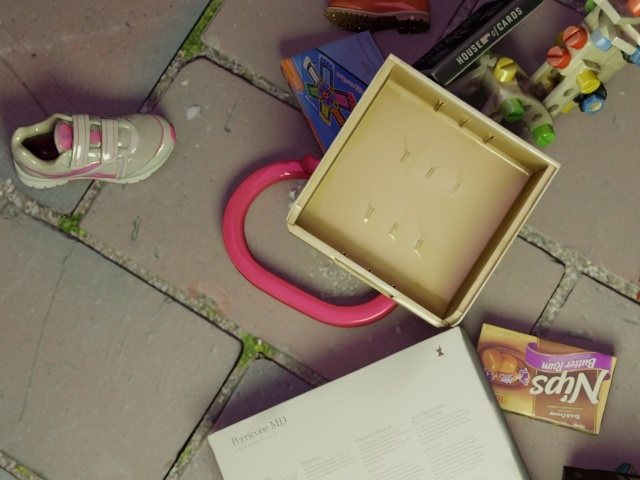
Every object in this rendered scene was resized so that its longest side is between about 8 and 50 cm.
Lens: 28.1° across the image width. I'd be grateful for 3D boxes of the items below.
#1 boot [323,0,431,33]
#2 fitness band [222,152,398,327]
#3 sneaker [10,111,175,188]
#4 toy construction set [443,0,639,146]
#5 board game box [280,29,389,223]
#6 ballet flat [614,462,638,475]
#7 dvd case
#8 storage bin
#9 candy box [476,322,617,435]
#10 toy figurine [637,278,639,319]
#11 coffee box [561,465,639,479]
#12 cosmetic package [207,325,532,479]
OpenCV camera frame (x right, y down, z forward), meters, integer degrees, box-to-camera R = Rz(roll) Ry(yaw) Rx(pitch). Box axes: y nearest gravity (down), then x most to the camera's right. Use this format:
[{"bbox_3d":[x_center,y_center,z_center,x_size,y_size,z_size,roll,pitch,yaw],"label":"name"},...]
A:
[{"bbox_3d":[0.083,-0.352,1.885,0.157,0.059,0.085,1,75,-2],"label":"boot"},{"bbox_3d":[0.000,0.000,1.823,0.290,0.054,0.209,28,85,12],"label":"fitness band"},{"bbox_3d":[-0.337,-0.136,1.856,0.252,0.111,0.103,-11,77,4],"label":"sneaker"},{"bbox_3d":[0.329,-0.247,1.725,0.327,0.215,0.151,-33,58,44],"label":"toy construction set"},{"bbox_3d":[0.062,-0.164,1.824,0.145,0.027,0.281,-20,67,-13],"label":"board game box"},{"bbox_3d":[0.384,0.349,1.709,0.114,0.041,0.041,-44,77,-3],"label":"ballet flat"},{"bbox_3d":[0.200,-0.273,1.763,0.179,0.238,0.029,-41,100,-3],"label":"dvd case"},{"bbox_3d":[0.127,-0.058,1.687,0.262,0.123,0.260,33,87,-1],"label":"storage bin"},{"bbox_3d":[0.299,0.190,1.744,0.186,0.053,0.109,15,81,11],"label":"candy box"},{"bbox_3d":[0.607,0.068,1.649,0.362,0.217,0.191,-6,78,6],"label":"toy figurine"},{"bbox_3d":[0.348,0.445,1.601,0.118,0.168,0.297,8,90,8],"label":"coffee box"},{"bbox_3d":[0.074,0.318,1.696,0.377,0.097,0.284,-24,78,11],"label":"cosmetic package"}]
